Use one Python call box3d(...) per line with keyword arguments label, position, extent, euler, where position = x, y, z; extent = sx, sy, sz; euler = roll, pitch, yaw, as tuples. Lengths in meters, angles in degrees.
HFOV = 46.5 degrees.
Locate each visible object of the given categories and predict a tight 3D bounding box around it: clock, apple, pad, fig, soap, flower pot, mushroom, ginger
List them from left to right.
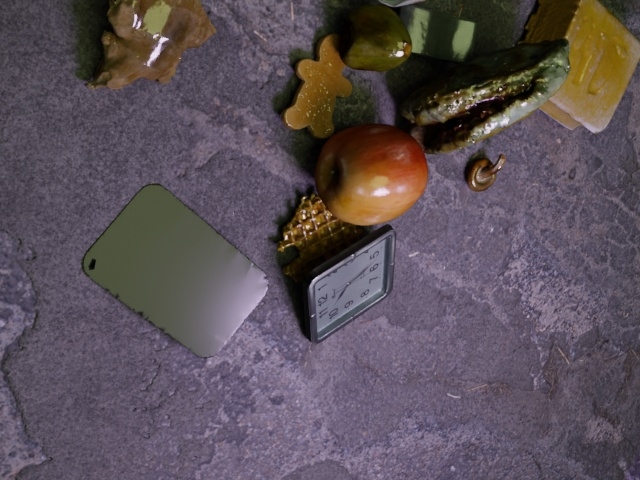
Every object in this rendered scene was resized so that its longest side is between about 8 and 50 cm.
box3d(label="ginger", position=(-0.336, -0.381, 1.409), extent=(0.270, 0.123, 0.219), euler=(-49, 147, -10))
box3d(label="pad", position=(-0.293, 0.044, 1.649), extent=(0.375, 0.063, 0.315), euler=(43, 82, -25))
box3d(label="clock", position=(0.071, 0.106, 1.837), extent=(0.279, 0.049, 0.273), euler=(-31, 144, -23))
box3d(label="apple", position=(0.107, -0.156, 1.696), extent=(0.241, 0.242, 0.242), euler=(-12, 113, -43))
box3d(label="fig", position=(0.127, -0.442, 1.642), extent=(0.154, 0.165, 0.144), euler=(-45, 151, -42))
box3d(label="flower pot", position=(0.260, -0.489, 1.771), extent=(0.229, 0.103, 0.108), euler=(4, 104, -32))
box3d(label="mushroom", position=(0.449, -0.191, 2.006), extent=(0.088, 0.073, 0.129), euler=(30, 123, -22))
box3d(label="soap", position=(0.687, -0.483, 2.019), extent=(0.335, 0.156, 0.293), euler=(24, 91, -38))

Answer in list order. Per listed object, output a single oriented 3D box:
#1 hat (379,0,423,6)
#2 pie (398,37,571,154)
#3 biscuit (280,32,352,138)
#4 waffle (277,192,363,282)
box3d(label="hat", position=(0.201, -0.644, 1.677), extent=(0.301, 0.168, 0.258), euler=(-20, 97, -51))
box3d(label="pie", position=(0.397, -0.352, 1.748), extent=(0.418, 0.395, 0.180), euler=(-32, 100, -15))
box3d(label="biscuit", position=(-0.001, -0.352, 1.688), extent=(0.158, 0.035, 0.240), euler=(22, 87, -37))
box3d(label="waffle", position=(0.000, 0.000, 1.803), extent=(0.228, 0.051, 0.231), euler=(25, 91, -36))
